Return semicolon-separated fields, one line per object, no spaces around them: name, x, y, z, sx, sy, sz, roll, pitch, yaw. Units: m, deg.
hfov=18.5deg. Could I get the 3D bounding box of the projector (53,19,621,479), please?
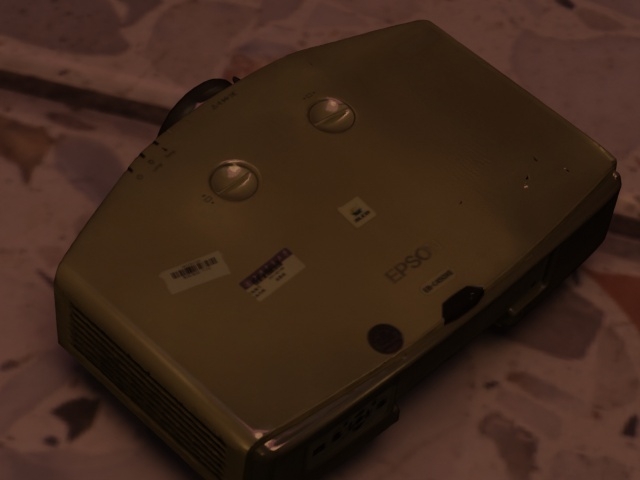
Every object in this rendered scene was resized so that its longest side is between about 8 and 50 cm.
projector;0.000;0.000;0.991;0.193;0.088;0.269;40;57;23
